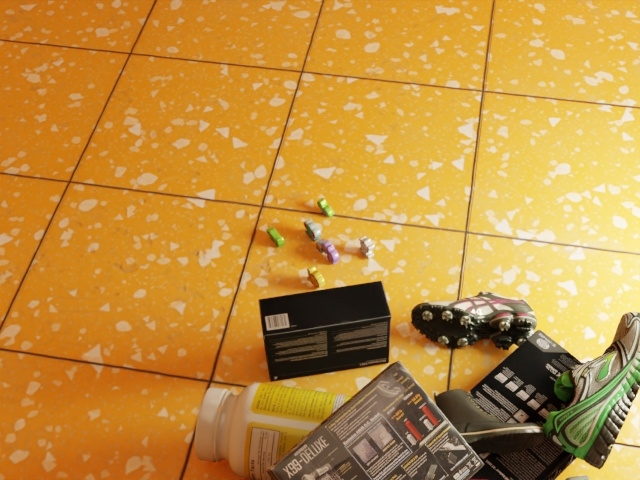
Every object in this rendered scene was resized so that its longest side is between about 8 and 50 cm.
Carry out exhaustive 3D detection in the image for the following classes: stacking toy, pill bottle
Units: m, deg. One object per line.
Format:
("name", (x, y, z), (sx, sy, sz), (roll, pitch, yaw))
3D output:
("stacking toy", (0.000, 0.000, 2.210), (0.167, 0.052, 0.221), (-29, 56, -20))
("pill bottle", (-0.064, 0.378, 1.824), (0.334, 0.188, 0.188), (8, 52, 8))

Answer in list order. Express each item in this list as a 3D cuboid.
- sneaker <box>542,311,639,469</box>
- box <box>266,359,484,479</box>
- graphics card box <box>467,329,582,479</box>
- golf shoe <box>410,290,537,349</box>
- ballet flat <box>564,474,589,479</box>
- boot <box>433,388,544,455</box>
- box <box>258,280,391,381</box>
("sneaker", (0.542, 0.261, 1.814), (0.146, 0.134, 0.343), (26, 56, 20))
("box", (0.097, 0.403, 1.670), (0.307, 0.076, 0.242), (-39, 86, -16))
("graphics card box", (0.398, 0.369, 1.875), (0.371, 0.094, 0.233), (-37, 59, -23))
("golf shoe", (0.331, 0.168, 2.051), (0.273, 0.105, 0.120), (7, 34, 2))
("ballet flat", (0.520, 0.534, 1.754), (0.068, 0.072, 0.213), (-9, 51, -11))
("boot", (0.317, 0.335, 1.804), (0.198, 0.077, 0.137), (-4, 46, -2))
("box", (0.010, 0.191, 1.972), (0.261, 0.184, 0.103), (-8, 49, -5))
